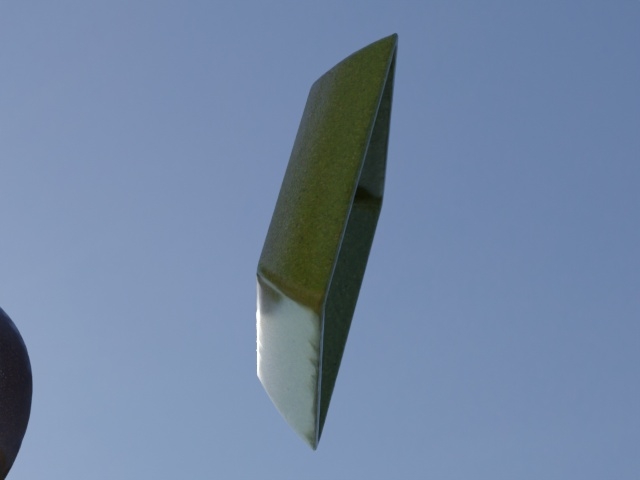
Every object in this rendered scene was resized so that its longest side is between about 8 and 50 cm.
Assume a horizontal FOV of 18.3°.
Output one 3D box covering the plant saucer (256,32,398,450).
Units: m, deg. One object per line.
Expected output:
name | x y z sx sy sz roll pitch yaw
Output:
plant saucer | 0.000 0.000 1.164 0.045 0.188 0.188 12 -30 6

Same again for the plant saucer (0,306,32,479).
plant saucer | -0.376 0.139 1.543 0.310 0.310 0.050 -8 -40 13
